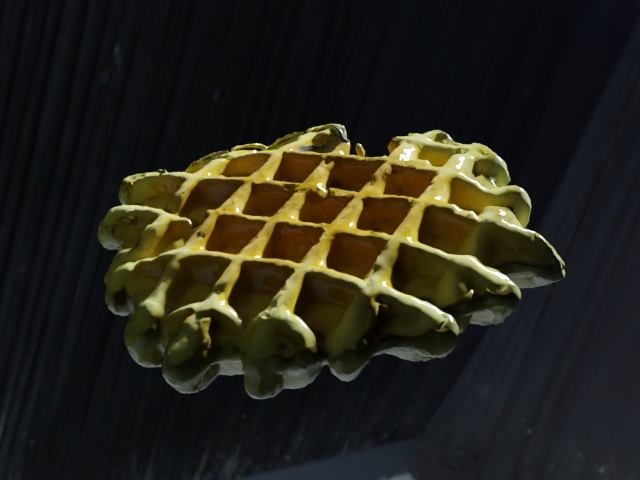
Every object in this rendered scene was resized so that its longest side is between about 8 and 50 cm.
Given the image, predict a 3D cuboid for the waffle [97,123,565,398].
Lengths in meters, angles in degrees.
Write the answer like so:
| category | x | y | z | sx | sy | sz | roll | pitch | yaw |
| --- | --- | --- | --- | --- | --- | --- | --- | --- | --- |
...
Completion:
| category | x | y | z | sx | sy | sz | roll | pitch | yaw |
| --- | --- | --- | --- | --- | --- | --- | --- | --- | --- |
| waffle | 0.000 | -0.002 | 0.649 | 0.261 | 0.056 | 0.250 | -16 | 33 | -15 |
